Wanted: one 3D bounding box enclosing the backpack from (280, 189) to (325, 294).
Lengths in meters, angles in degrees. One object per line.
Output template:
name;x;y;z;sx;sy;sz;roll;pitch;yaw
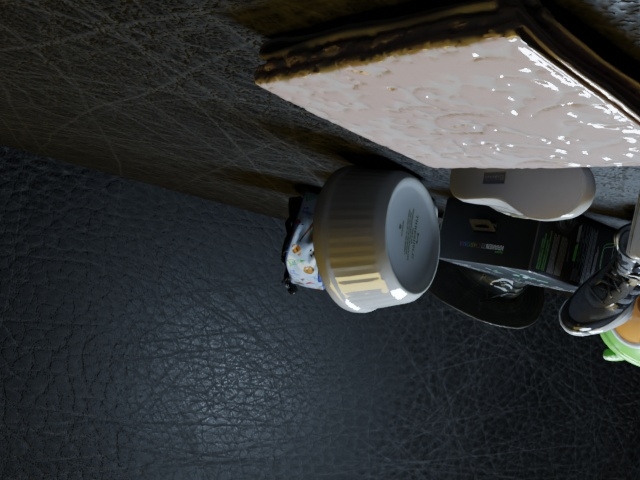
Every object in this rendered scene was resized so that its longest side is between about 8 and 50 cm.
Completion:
backpack;0.000;0.000;1.769;0.213;0.276;0.263;7;169;12

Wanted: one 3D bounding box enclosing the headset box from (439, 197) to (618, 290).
headset box;0.401;0.011;1.350;0.283;0.131;0.246;16;176;-32

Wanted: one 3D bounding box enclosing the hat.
hat;0.399;0.045;1.601;0.332;0.331;0.134;14;138;-10

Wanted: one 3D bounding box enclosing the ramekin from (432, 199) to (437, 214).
ramekin;0.155;-0.048;1.481;0.207;0.108;0.207;12;179;0

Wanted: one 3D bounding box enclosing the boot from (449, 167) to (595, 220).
boot;0.294;-0.072;0.917;0.124;0.095;0.258;8;-173;-25

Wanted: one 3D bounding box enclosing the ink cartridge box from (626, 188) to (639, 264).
ink cartridge box;0.532;0.004;0.874;0.207;0.117;0.283;11;176;35

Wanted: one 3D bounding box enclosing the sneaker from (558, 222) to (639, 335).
sneaker;0.503;0.056;1.160;0.153;0.269;0.101;31;-152;-47

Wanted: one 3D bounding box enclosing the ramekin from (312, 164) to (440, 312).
ramekin;0.112;-0.006;1.232;0.127;0.272;0.273;-4;167;35

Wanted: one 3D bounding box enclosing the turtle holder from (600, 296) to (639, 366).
turtle holder;0.721;0.139;1.358;0.321;0.243;0.227;19;161;-1

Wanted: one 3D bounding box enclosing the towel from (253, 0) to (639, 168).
towel;0.146;-0.134;0.672;0.317;0.053;0.332;17;174;-39
